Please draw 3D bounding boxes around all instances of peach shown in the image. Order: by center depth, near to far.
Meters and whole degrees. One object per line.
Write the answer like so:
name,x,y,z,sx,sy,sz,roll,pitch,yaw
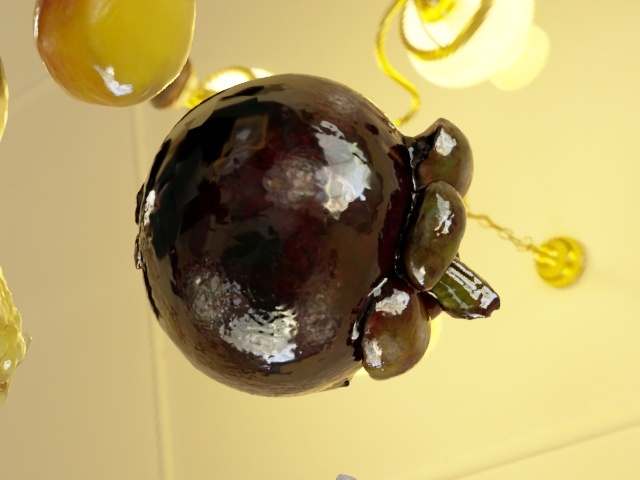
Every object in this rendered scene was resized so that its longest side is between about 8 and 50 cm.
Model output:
peach,-0.362,-0.398,2.031,0.289,0.289,0.307,6,-63,39

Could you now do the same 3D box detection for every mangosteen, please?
mangosteen,0.000,0.000,1.084,0.347,0.307,0.306,8,-101,9

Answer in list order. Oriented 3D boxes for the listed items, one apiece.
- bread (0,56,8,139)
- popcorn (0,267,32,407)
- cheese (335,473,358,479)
bread,-0.599,-0.220,1.663,0.253,0.376,0.347,5,-101,-3
popcorn,-0.668,0.149,1.907,0.354,0.344,0.390,-13,-74,10
cheese,-0.006,0.250,0.772,0.042,0.105,0.190,8,-110,31
